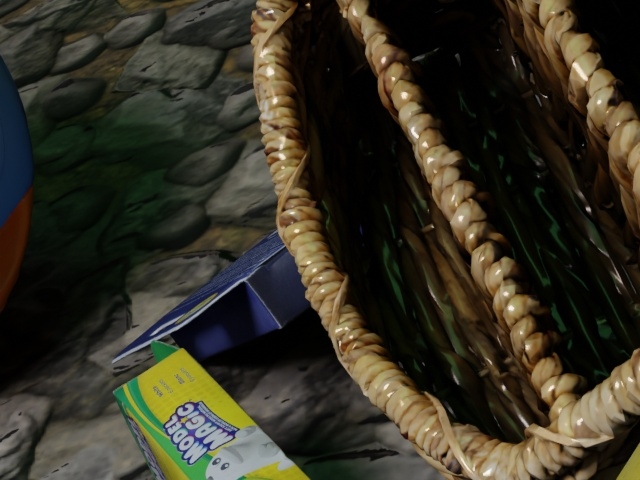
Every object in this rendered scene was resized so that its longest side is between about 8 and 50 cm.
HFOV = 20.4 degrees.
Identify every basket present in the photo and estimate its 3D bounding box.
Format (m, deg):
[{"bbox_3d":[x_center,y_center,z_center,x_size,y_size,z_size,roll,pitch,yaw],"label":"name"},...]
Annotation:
[{"bbox_3d":[0.078,-0.041,0.714,0.213,0.223,0.299,-26,56,6],"label":"basket"}]

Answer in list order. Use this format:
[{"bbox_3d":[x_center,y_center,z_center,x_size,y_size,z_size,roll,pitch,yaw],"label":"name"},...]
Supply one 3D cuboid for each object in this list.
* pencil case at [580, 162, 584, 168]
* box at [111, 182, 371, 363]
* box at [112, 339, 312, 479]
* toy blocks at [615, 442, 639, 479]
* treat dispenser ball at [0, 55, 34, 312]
[{"bbox_3d":[0.167,-0.015,0.853,0.206,0.086,0.088,-16,65,14],"label":"pencil case"},{"bbox_3d":[0.000,0.000,0.923,0.225,0.036,0.136,-38,4,-24],"label":"box"},{"bbox_3d":[-0.030,0.118,0.751,0.043,0.105,0.179,-30,31,-13],"label":"box"},{"bbox_3d":[0.130,0.147,0.449,0.381,0.261,0.190,-21,31,3],"label":"toy blocks"},{"bbox_3d":[-0.304,-0.032,0.986,0.288,0.288,0.288,-17,32,11],"label":"treat dispenser ball"}]
